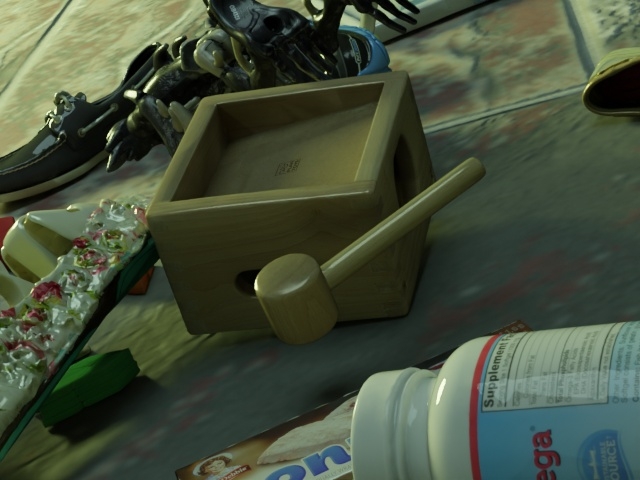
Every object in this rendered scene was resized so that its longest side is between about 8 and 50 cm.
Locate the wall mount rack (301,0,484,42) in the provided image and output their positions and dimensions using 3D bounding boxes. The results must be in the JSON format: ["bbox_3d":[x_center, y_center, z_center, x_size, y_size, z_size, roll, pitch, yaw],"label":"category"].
[{"bbox_3d":[0.105,-0.250,1.292,0.350,0.130,0.304,-24,22,-10],"label":"wall mount rack"}]

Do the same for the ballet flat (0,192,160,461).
[{"bbox_3d":[-0.147,0.029,0.828,0.091,0.077,0.241,-48,5,37],"label":"ballet flat"}]

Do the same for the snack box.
[{"bbox_3d":[0.027,0.088,0.700,0.178,0.022,0.064,-23,24,-11],"label":"snack box"}]

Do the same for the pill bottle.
[{"bbox_3d":[0.097,0.076,0.587,0.160,0.087,0.087,-8,24,25],"label":"pill bottle"}]

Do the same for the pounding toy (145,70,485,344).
[{"bbox_3d":[0.008,0.002,0.838,0.181,0.094,0.206,-6,34,17],"label":"pounding toy"}]

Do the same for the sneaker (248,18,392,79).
[{"bbox_3d":[-0.030,-0.135,1.212,0.078,0.067,0.188,-27,26,-36],"label":"sneaker"}]

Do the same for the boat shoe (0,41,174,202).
[{"bbox_3d":[-0.195,-0.094,1.249,0.206,0.065,0.075,-31,25,-28],"label":"boat shoe"}]

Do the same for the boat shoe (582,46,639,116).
[{"bbox_3d":[0.221,-0.098,0.956,0.135,0.050,0.045,-10,25,46],"label":"boat shoe"}]

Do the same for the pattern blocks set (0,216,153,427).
[{"bbox_3d":[-0.235,0.065,0.959,0.285,0.026,0.325,-31,25,-28],"label":"pattern blocks set"}]

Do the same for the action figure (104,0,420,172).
[{"bbox_3d":[-0.047,-0.093,1.046,0.164,0.141,0.276,-41,3,-27],"label":"action figure"}]
